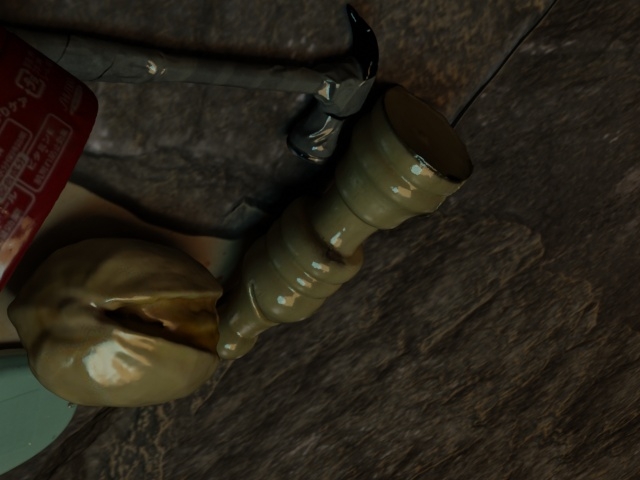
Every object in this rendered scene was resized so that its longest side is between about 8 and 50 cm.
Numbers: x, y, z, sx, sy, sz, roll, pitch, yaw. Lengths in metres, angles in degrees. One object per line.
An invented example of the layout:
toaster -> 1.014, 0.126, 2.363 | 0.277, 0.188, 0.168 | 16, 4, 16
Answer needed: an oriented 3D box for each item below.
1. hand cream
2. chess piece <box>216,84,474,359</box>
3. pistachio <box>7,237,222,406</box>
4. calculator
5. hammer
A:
hand cream -> -0.262, -0.046, 1.014 | 0.149, 0.230, 0.230 | 33, 112, -16
chess piece -> 0.000, 0.000, 1.459 | 0.124, 0.139, 0.307 | 29, 117, -35
pistachio -> -0.171, 0.075, 1.361 | 0.157, 0.157, 0.229 | -50, 151, 20
calculator -> -0.357, 0.181, 1.405 | 0.295, 0.042, 0.184 | -16, 142, -31
hammer -> -0.120, -0.132, 1.239 | 0.427, 0.044, 0.152 | -2, 133, -41
